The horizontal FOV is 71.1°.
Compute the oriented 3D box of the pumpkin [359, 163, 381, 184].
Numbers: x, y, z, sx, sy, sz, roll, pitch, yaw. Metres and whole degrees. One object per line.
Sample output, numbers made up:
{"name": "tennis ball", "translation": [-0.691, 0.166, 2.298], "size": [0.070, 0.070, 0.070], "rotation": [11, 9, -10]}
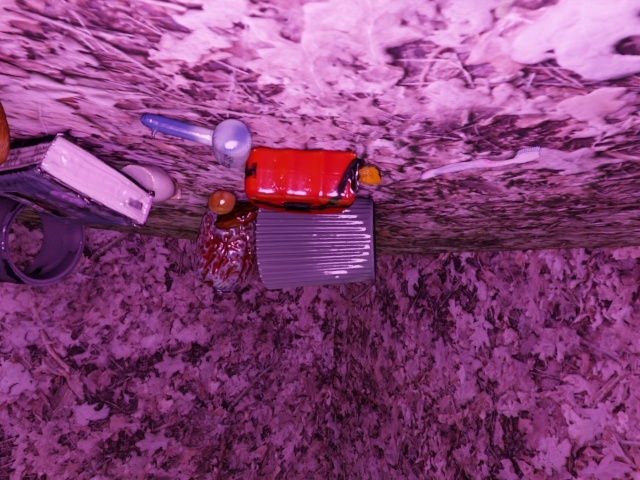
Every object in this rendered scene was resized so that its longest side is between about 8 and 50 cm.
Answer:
{"name": "pumpkin", "translation": [0.111, -0.154, 1.002], "size": [0.050, 0.028, 0.083], "rotation": [4, 165, 10]}

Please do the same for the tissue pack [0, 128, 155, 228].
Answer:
{"name": "tissue pack", "translation": [-0.596, -0.127, 1.040], "size": [0.361, 0.122, 0.259], "rotation": [2, 157, 33]}

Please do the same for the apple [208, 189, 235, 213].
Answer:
{"name": "apple", "translation": [-0.303, -0.117, 1.382], "size": [0.083, 0.071, 0.084], "rotation": [3, 174, 0]}

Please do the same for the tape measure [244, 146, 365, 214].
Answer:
{"name": "tape measure", "translation": [-0.037, -0.121, 0.993], "size": [0.253, 0.114, 0.260], "rotation": [4, 174, 2]}

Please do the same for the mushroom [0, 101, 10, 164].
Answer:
{"name": "mushroom", "translation": [-0.570, -0.132, 0.535], "size": [0.345, 0.260, 0.345], "rotation": [4, 175, 0]}

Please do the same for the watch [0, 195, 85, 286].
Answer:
{"name": "watch", "translation": [-0.861, -0.036, 1.284], "size": [0.313, 0.327, 0.335], "rotation": [2, 173, 14]}

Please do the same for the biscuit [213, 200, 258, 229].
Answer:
{"name": "biscuit", "translation": [-0.251, -0.087, 1.424], "size": [0.192, 0.049, 0.192], "rotation": [-19, -165, 5]}

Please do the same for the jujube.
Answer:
{"name": "jujube", "translation": [-0.333, 0.020, 1.602], "size": [0.225, 0.317, 0.226], "rotation": [11, -176, -1]}

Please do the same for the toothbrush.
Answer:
{"name": "toothbrush", "translation": [0.311, -0.152, 0.907], "size": [0.269, 0.027, 0.021], "rotation": [-4, 135, 51]}

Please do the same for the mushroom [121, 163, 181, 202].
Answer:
{"name": "mushroom", "translation": [-0.419, -0.147, 1.158], "size": [0.116, 0.093, 0.225], "rotation": [22, -174, 9]}

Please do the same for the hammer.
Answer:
{"name": "hammer", "translation": [-0.218, -0.186, 0.790], "size": [0.193, 0.070, 0.116], "rotation": [13, 173, -10]}

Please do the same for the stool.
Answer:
{"name": "stool", "translation": [0.000, 0.000, 1.357], "size": [0.329, 0.298, 0.297], "rotation": [-2, 173, 10]}
